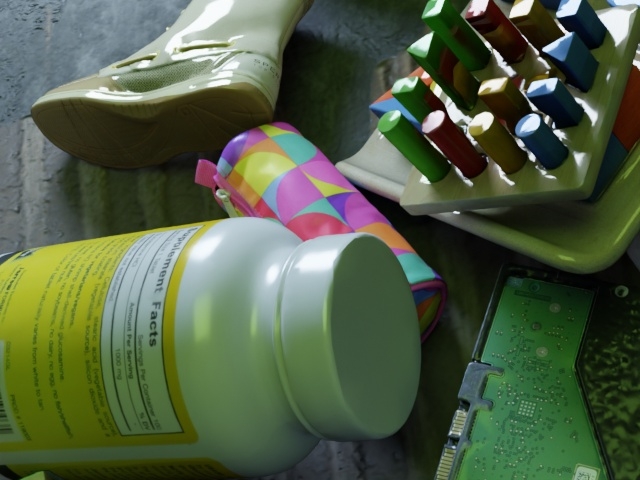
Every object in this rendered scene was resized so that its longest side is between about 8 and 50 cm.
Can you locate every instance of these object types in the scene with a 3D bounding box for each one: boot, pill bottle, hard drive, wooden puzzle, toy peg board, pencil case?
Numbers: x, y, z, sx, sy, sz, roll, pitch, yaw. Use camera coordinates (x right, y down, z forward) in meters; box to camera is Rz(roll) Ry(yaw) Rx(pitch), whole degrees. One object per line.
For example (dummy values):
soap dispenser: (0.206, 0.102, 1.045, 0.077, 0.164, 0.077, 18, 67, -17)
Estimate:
boot: (-0.135, -0.177, 1.176, 0.262, 0.095, 0.203, -6, 49, 31)
pill bottle: (-0.105, 0.083, 0.918, 0.334, 0.188, 0.187, -7, 58, 28)
hard drive: (0.262, 0.158, 0.878, 0.339, 0.064, 0.236, 11, 64, 21)
wooden puzzle: (0.191, -0.157, 0.988, 0.348, 0.080, 0.322, -50, 35, -10)
toy peg board: (0.126, -0.110, 0.887, 0.161, 0.079, 0.161, -5, 55, 45)
pencil case: (0.000, 0.000, 1.029, 0.104, 0.104, 0.236, -40, 57, -8)

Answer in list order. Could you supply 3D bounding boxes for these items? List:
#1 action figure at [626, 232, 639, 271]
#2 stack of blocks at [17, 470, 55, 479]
action figure: (0.432, -0.101, 0.937, 0.276, 0.248, 0.370, -7, 56, 45)
stack of blocks: (-0.315, 0.275, 0.919, 0.297, 0.171, 0.087, -21, 57, 3)
